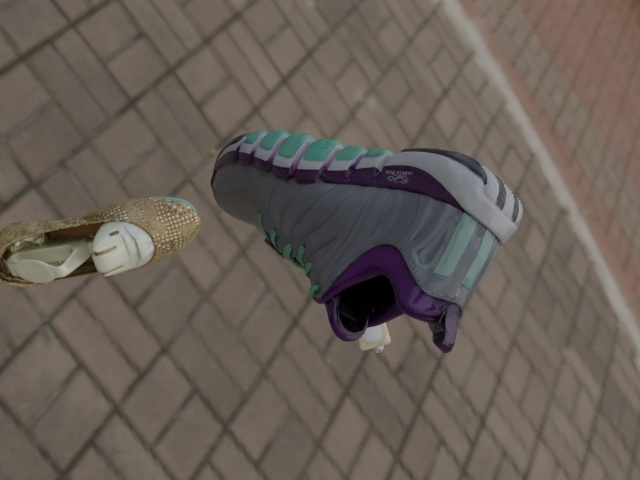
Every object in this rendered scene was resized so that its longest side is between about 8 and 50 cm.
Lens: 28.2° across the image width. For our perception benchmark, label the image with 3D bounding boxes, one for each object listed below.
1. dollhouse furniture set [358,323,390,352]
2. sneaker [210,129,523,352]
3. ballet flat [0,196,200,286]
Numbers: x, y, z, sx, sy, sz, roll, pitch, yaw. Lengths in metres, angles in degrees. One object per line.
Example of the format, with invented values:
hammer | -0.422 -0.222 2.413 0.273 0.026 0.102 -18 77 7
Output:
dollhouse furniture set | 0.076 0.052 1.048 0.091 0.114 0.081 -98 173 -77
sneaker | 0.000 0.000 0.687 0.083 0.223 0.098 35 72 -36
ballet flat | -0.208 0.010 1.153 0.067 0.206 0.073 -73 146 -54
